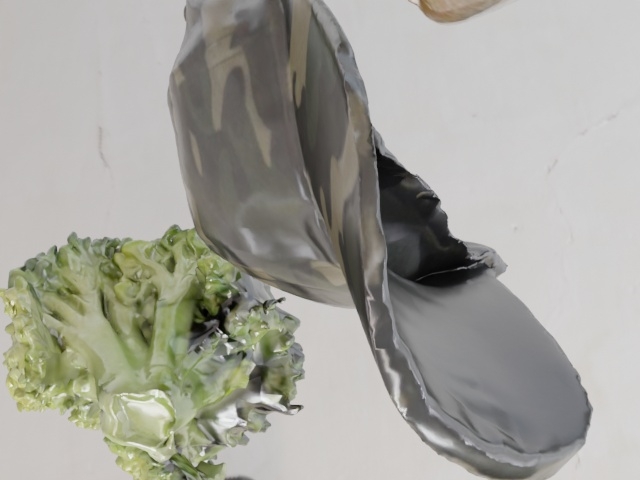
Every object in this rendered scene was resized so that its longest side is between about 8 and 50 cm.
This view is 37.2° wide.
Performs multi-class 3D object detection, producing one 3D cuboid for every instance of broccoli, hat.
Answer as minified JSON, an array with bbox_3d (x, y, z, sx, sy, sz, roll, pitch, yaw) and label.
[{"bbox_3d":[-0.176,0.122,1.018,0.293,0.348,0.281,-52,-161,10],"label":"broccoli"},{"bbox_3d":[0.000,0.000,0.612,0.257,0.366,0.382,-27,-153,27],"label":"hat"}]

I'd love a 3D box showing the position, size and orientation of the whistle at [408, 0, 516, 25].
[{"bbox_3d":[0.107,-0.144,0.373,0.220,0.107,0.057,-34,-80,-31],"label":"whistle"}]
